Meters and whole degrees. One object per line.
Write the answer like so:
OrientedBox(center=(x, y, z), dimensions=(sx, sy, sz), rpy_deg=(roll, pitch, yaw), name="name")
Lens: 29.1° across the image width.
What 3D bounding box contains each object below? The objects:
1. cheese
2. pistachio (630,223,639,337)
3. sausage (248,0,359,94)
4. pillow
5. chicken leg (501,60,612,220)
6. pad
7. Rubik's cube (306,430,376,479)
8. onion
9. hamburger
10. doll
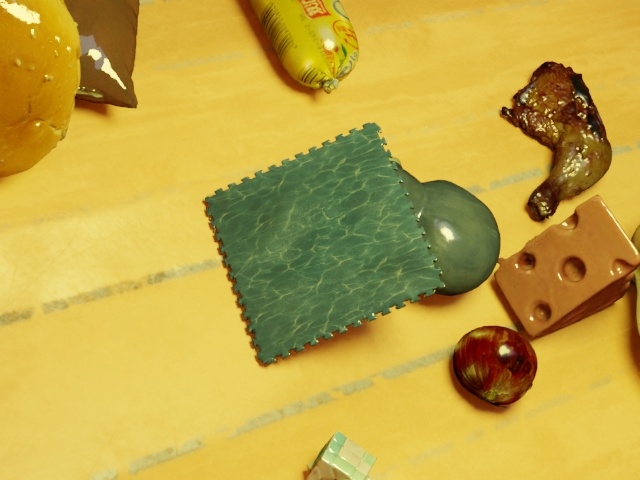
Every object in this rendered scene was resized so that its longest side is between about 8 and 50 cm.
OrientedBox(center=(0.384, 0.035, 1.815), dimensions=(0.177, 0.203, 0.128), rpy_deg=(1, 53, -59), name="cheese")
OrientedBox(center=(0.633, 0.100, 1.825), dimensions=(0.365, 0.281, 0.445), rpy_deg=(-10, 49, -27), name="pistachio")
OrientedBox(center=(-0.043, -0.371, 1.881), dimensions=(0.123, 0.123, 0.347), rpy_deg=(-14, 68, -32), name="sausage")
OrientedBox(center=(-0.391, -0.333, 1.702), dimensions=(0.308, 0.108, 0.305), rpy_deg=(13, 52, -19), name="pillow")
OrientedBox(center=(0.388, -0.166, 1.993), dimensions=(0.177, 0.083, 0.322), rpy_deg=(1, 58, -15), name="chicken leg")
OrientedBox(center=(0.000, 0.000, 1.634), dimensions=(0.270, 0.012, 0.269), rpy_deg=(-25, 66, 5), name="pad")
OrientedBox(center=(0.023, 0.292, 1.525), dimensions=(0.084, 0.073, 0.075), rpy_deg=(46, 35, 13), name="Rubik's cube")
OrientedBox(center=(0.242, 0.165, 1.687), dimensions=(0.117, 0.118, 0.118), rpy_deg=(10, 56, -15), name="onion")
OrientedBox(center=(-0.444, -0.216, 1.503), dimensions=(0.314, 0.289, 0.170), rpy_deg=(16, 26, -22), name="hamburger")
OrientedBox(center=(0.129, -0.023, 1.739), dimensions=(0.258, 0.154, 0.228), rpy_deg=(27, 48, -17), name="doll")
